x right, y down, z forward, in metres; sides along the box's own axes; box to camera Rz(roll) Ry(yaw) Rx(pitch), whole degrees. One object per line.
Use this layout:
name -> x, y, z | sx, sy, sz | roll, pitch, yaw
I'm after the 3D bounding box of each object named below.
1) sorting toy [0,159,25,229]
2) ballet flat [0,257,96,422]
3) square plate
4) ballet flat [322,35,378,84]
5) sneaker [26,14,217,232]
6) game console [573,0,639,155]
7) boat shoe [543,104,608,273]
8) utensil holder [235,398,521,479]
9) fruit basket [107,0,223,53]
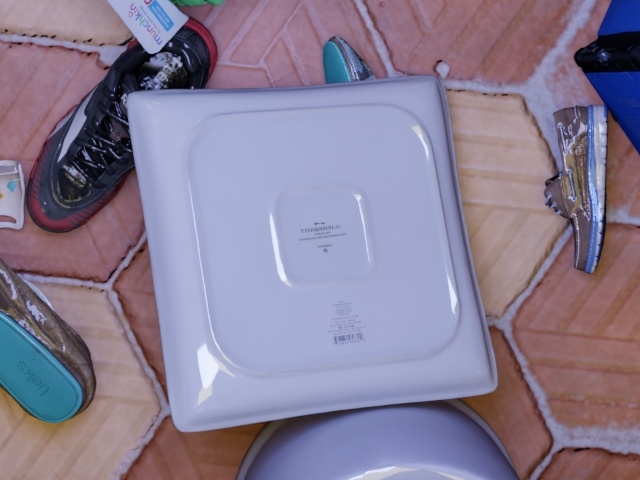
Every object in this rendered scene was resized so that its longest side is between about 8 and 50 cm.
sorting toy -> -0.350, -0.044, 1.753 | 0.083, 0.045, 0.075 | -7, 105, 5
ballet flat -> -0.359, 0.046, 1.715 | 0.116, 0.124, 0.342 | -39, 107, 18
square plate -> 0.000, 0.000, 1.635 | 0.347, 0.049, 0.344 | -5, 78, -20
ballet flat -> 0.051, -0.130, 1.758 | 0.070, 0.070, 0.188 | -12, 98, -1
sneaker -> -0.212, -0.118, 1.703 | 0.097, 0.135, 0.276 | 40, 94, -11
game console -> 0.374, -0.196, 1.642 | 0.173, 0.293, 0.250 | -35, 96, 1
boat shoe -> 0.276, -0.055, 1.772 | 0.066, 0.066, 0.183 | 2, 95, 11
utensil holder -> 0.069, 0.327, 1.634 | 0.328, 0.385, 0.327 | 0, 96, -2
fruit basket -> -0.174, -0.417, 1.605 | 0.353, 0.165, 0.327 | 47, 69, -26
